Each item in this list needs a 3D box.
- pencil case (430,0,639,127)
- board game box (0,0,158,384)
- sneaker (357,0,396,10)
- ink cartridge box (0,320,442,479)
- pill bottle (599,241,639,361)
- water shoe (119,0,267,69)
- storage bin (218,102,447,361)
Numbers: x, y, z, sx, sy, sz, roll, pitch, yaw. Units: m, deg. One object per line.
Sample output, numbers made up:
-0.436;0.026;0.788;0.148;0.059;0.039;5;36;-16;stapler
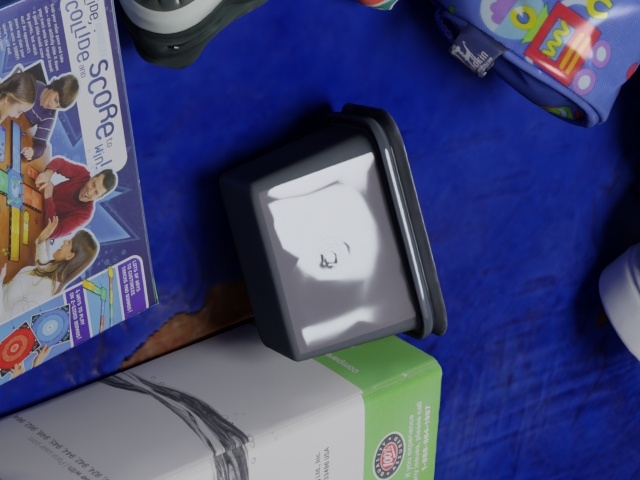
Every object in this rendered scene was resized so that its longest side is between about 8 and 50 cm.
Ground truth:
0.176;-0.217;1.133;0.306;0.133;0.119;-60;-179;1;pencil case
-0.154;-0.028;0.960;0.136;0.035;0.201;-27;129;-31;board game box
0.060;-0.199;1.086;0.161;0.057;0.075;-57;155;-5;sneaker
-0.070;0.173;1.114;0.273;0.114;0.198;-19;124;-37;ink cartridge box
0.308;-0.008;1.302;0.136;0.136;0.245;10;138;-47;pill bottle
-0.032;-0.173;1.008;0.203;0.073;0.080;-44;165;-20;water shoe
0.000;0.000;1.104;0.091;0.098;0.135;-19;105;-20;storage bin
